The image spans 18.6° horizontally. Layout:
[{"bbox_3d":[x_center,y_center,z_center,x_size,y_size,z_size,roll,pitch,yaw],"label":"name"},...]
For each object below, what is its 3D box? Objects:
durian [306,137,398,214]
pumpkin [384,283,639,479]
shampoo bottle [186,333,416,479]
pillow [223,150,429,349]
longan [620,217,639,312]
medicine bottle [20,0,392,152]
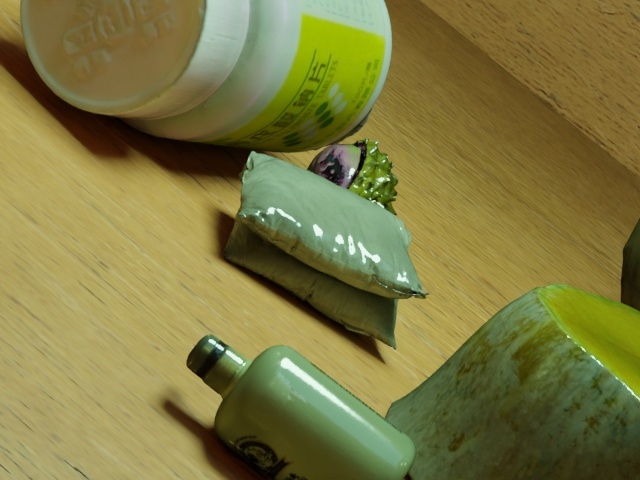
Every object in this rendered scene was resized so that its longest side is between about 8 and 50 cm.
[{"bbox_3d":[0.040,-0.032,1.812,0.119,0.108,0.187,33,16,-17],"label":"durian"},{"bbox_3d":[0.239,0.169,1.536,0.332,0.199,0.332,37,12,-9],"label":"pumpkin"},{"bbox_3d":[-0.019,0.119,1.295,0.162,0.079,0.079,38,15,-2],"label":"shampoo bottle"},{"bbox_3d":[0.000,0.000,1.671,0.181,0.078,0.134,27,33,-17],"label":"pillow"},{"bbox_3d":[0.531,0.059,2.205,0.391,0.391,0.391,35,15,-11],"label":"longan"},{"bbox_3d":[-0.095,-0.193,1.777,0.213,0.213,0.378,44,16,19],"label":"medicine bottle"}]
